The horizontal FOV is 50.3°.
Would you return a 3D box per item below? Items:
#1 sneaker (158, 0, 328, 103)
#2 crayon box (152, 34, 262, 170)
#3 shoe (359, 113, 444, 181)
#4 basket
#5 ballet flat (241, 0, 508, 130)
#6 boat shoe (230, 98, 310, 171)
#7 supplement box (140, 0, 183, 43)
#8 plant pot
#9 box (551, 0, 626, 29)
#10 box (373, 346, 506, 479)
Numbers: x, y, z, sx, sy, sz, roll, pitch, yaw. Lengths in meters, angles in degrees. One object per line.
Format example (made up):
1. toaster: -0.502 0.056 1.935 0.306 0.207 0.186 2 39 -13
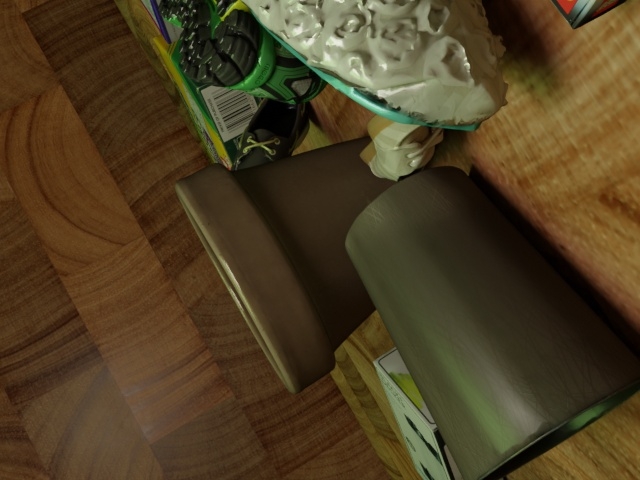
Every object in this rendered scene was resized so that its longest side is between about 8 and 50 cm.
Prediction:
1. sneaker: -0.087 -0.254 0.762 0.146 0.134 0.344 19 -145 -35
2. crayon box: -0.177 -0.214 1.346 0.313 0.106 0.363 48 163 50
3. shoe: 0.081 -0.090 0.588 0.058 0.076 0.219 51 177 1
4. basket: 0.128 0.064 0.566 0.227 0.154 0.204 59 164 27
5. ballet flat: -0.008 -0.228 0.495 0.409 0.147 0.147 51 166 41
6. boat shoe: -0.073 -0.124 0.908 0.069 0.081 0.228 84 -161 -47
7. supplement box: -0.261 -0.451 1.111 0.220 0.114 0.111 55 169 20
8. plant pot: 0.000 0.000 0.756 0.263 0.229 0.263 56 168 19
9. box: 0.090 -0.212 0.308 0.207 0.036 0.114 58 169 12
10. box: 0.190 0.300 1.041 0.169 0.087 0.290 46 162 52
